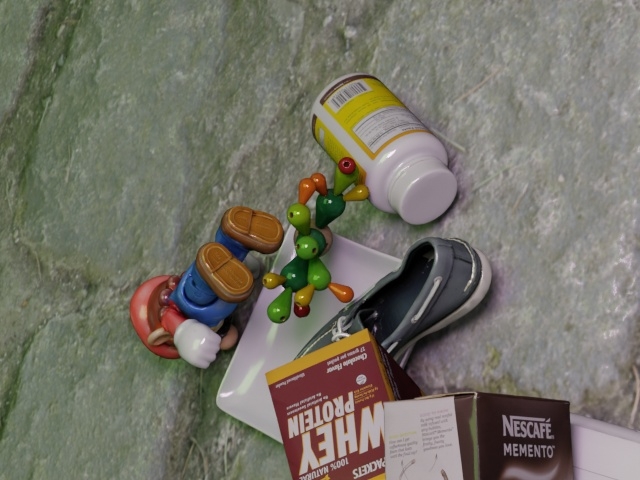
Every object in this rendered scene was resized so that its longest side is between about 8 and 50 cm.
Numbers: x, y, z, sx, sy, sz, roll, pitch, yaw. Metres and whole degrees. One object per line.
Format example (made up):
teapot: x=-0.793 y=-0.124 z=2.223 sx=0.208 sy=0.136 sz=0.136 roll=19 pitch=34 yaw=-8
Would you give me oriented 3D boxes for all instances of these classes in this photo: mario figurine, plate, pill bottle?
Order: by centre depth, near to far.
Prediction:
pill bottle: x=0.082 y=-0.114 z=1.784 sx=0.117 sy=0.117 sz=0.215 roll=-51 pitch=48 yaw=14
plate: x=0.012 y=0.136 z=1.795 sx=0.278 sy=0.045 sz=0.277 roll=22 pitch=89 yaw=44
mario figurine: x=-0.129 y=0.082 z=1.844 sx=0.170 sy=0.198 sz=0.320 roll=66 pitch=151 yaw=13

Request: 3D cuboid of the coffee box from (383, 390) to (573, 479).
coffee box: x=0.159 y=0.301 z=1.359 sx=0.119 sy=0.168 sz=0.297 roll=-12 pitch=75 yaw=41

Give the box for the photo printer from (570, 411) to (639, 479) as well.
photo printer: x=0.280 y=0.315 z=1.444 sx=0.307 sy=0.107 sz=0.256 roll=10 pitch=82 yaw=44

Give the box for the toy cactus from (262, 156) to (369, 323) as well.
toy cactus: x=0.000 y=0.000 z=1.733 sx=0.112 sy=0.180 sz=0.219 roll=15 pitch=94 yaw=0

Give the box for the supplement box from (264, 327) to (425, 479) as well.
supplement box: x=0.053 y=0.237 z=1.557 sx=0.129 sy=0.194 sz=0.191 roll=-25 pitch=56 yaw=11

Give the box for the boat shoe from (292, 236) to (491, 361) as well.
boat shoe: x=0.055 y=0.100 z=1.672 sx=0.319 sy=0.099 sz=0.116 roll=-39 pitch=53 yaw=22
